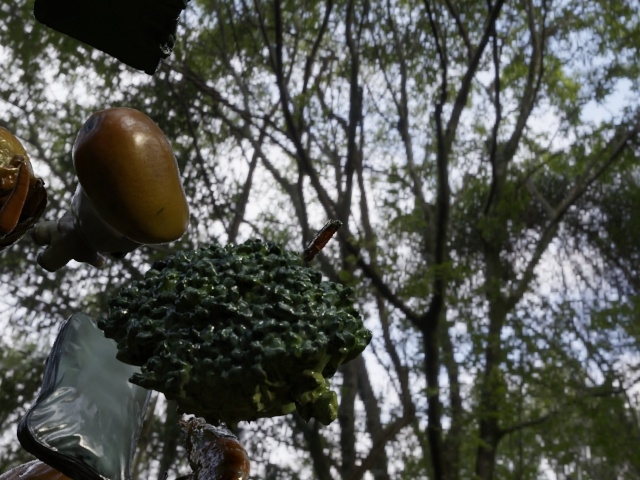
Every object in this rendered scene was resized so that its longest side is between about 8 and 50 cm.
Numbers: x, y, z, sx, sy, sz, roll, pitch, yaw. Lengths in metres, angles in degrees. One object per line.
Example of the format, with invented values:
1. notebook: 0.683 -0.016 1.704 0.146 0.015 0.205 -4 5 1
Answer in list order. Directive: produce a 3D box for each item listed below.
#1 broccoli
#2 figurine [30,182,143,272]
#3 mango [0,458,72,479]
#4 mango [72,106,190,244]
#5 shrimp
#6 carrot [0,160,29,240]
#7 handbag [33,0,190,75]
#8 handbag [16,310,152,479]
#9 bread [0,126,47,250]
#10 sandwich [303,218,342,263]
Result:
1. broccoli: -0.095 0.130 0.919 0.288 0.248 0.245 24 -41 44
2. figurine: -0.548 -0.050 1.963 0.381 0.248 0.203 -25 -31 24
3. mango: -0.653 0.592 1.861 0.287 0.201 0.152 -20 -82 23
4. mango: -0.388 -0.126 1.683 0.173 0.211 0.317 -14 -68 40
5. shrimp: -0.154 0.282 0.982 0.150 0.248 0.068 -34 -75 -1
6. carrot: -0.525 -0.067 1.379 0.035 0.142 0.035 23 3 -1
7. handbag: -0.362 -0.440 1.426 0.260 0.079 0.247 24 -38 -15
8. handbag: -0.358 0.253 1.278 0.191 0.332 0.075 39 -68 -22
9. bread: -0.753 -0.107 1.650 0.358 0.204 0.337 -34 -27 32
10. sandwich: 0.003 -0.004 1.424 0.026 0.069 0.101 40 -31 0
